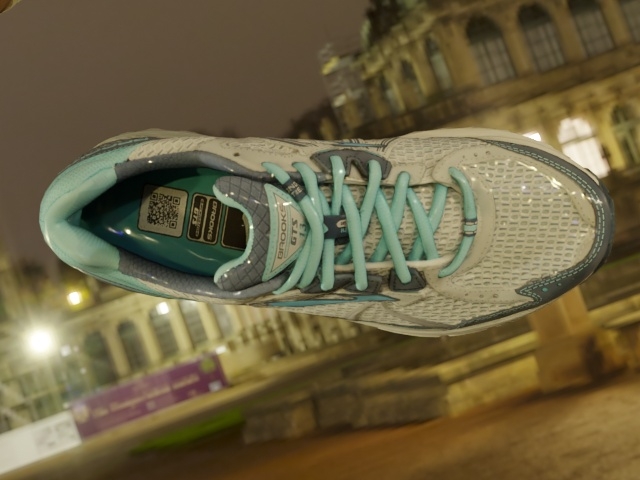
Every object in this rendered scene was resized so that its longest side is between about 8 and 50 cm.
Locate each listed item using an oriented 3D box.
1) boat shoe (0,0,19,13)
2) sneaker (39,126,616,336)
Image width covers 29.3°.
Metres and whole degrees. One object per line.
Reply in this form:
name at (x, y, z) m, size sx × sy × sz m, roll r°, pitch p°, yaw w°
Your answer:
boat shoe at (-0.170, -0.267, 0.685) m, size 0.089 × 0.104 × 0.285 m, roll -49°, pitch -16°, yaw -55°
sneaker at (0.000, 0.000, 0.591) m, size 0.283 × 0.110 × 0.122 m, roll 0°, pitch 5°, yaw 8°
